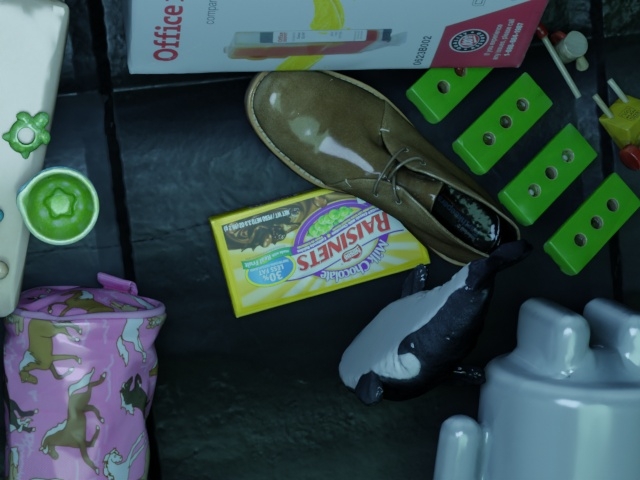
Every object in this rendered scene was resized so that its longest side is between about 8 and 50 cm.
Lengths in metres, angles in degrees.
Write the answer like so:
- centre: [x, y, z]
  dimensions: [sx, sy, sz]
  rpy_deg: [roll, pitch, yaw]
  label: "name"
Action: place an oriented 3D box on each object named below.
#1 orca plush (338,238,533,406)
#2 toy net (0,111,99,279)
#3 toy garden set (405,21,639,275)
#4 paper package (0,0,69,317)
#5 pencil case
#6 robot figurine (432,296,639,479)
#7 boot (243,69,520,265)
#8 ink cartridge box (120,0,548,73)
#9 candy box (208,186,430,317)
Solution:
- centre: [0.125, 0.092, 1.720]
  dimensions: [0.102, 0.151, 0.287]
  rpy_deg: [29, 132, -14]
  label: "orca plush"
- centre: [-0.311, -0.010, 1.561]
  dimensions: [0.232, 0.045, 0.122]
  rpy_deg: [-33, 103, -2]
  label: "toy net"
- centre: [0.226, -0.118, 1.784]
  dimensions: [0.244, 0.049, 0.204]
  rpy_deg: [48, 68, -7]
  label: "toy garden set"
- centre: [-0.412, -0.107, 1.638]
  dimensions: [0.325, 0.168, 0.309]
  rpy_deg: [10, 98, -10]
  label: "paper package"
- centre: [-0.228, 0.230, 1.723]
  dimensions: [0.160, 0.167, 0.386]
  rpy_deg: [-1, 99, -12]
  label: "pencil case"
- centre: [0.253, 0.236, 1.785]
  dimensions: [0.300, 0.200, 0.353]
  rpy_deg: [2, 99, -13]
  label: "robot figurine"
- centre: [0.067, -0.075, 1.720]
  dimensions: [0.305, 0.115, 0.112]
  rpy_deg: [33, 87, -16]
  label: "boot"
- centre: [0.013, -0.281, 1.605]
  dimensions: [0.384, 0.279, 0.160]
  rpy_deg: [-2, 67, -8]
  label: "ink cartridge box"
- centre: [0.000, 0.000, 1.793]
  dimensions: [0.206, 0.027, 0.105]
  rpy_deg: [-16, 103, -6]
  label: "candy box"
